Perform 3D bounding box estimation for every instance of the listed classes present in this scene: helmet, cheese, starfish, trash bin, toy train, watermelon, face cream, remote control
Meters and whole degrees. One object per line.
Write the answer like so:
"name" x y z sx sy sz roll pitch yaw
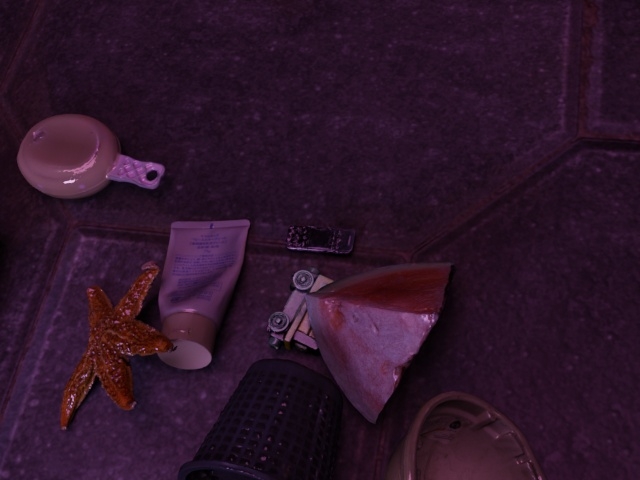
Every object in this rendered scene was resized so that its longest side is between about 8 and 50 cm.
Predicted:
"helmet" 0.145 0.303 0.858 0.204 0.137 0.257 -4 61 -39
"cheese" -0.334 -0.116 1.209 0.228 0.064 0.137 15 66 15
"starfish" -0.267 0.136 1.040 0.227 0.043 0.240 26 85 53
"trash bin" -0.049 0.228 0.924 0.176 0.175 0.161 12 53 15
"toy train" -0.018 0.092 1.052 0.081 0.050 0.122 24 68 8
"watermelon" 0.106 0.105 0.974 0.207 0.136 0.202 -32 26 -15
"face cream" -0.161 0.059 1.093 0.114 0.070 0.224 -1 49 6
"remote control" 0.000 0.000 1.118 0.096 0.014 0.039 5 62 13
